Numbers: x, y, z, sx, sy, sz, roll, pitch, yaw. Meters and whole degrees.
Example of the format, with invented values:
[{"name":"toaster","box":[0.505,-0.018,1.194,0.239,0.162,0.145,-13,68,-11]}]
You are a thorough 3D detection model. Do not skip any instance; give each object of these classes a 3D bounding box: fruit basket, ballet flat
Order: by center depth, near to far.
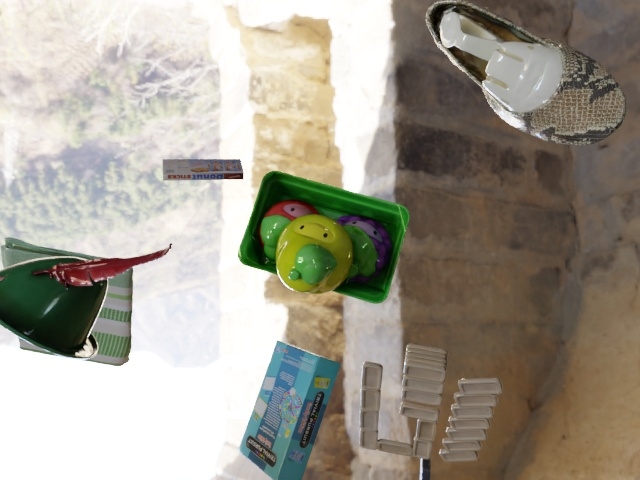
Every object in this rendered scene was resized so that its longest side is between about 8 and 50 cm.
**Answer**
[{"name":"ballet flat","box":[0.329,-0.325,1.139,0.182,0.164,0.482,15,-151,-34]},{"name":"fruit basket","box":[0.000,0.000,1.431,0.392,0.282,0.392,17,168,4]}]

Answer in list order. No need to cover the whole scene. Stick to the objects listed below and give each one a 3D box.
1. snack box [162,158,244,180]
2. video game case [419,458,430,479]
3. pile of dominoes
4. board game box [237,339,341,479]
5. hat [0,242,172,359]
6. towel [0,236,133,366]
[{"name":"snack box","box":[-0.265,-0.161,1.413,0.178,0.064,0.022,-2,128,-14]},{"name":"video game case","box":[0.271,0.656,1.634,0.026,0.274,0.196,2,-164,9]},{"name":"pile of dominoes","box":[0.160,0.254,0.953,0.196,0.040,0.251,8,134,10]},{"name":"board game box","box":[-0.091,0.465,1.726,0.079,0.335,0.254,24,170,-29]},{"name":"hat","box":[-0.290,0.026,0.759,0.209,0.183,0.173,35,179,5]},{"name":"towel","box":[-0.501,0.138,1.262,0.248,0.038,0.324,12,132,-5]}]
